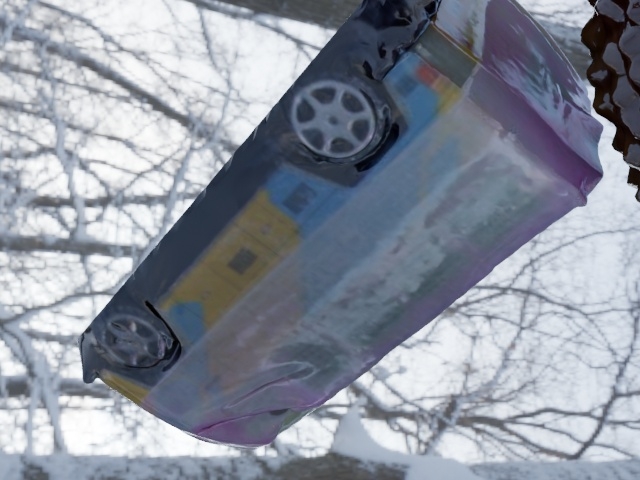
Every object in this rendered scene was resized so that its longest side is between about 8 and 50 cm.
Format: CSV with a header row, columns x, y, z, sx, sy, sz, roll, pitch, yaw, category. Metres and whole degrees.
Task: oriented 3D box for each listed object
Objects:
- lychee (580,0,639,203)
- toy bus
x,y,z,sx,sy,sz,roll,pitch,yaw,category
0.264,-0.108,0.400,0.306,0.330,0.306,32,-38,29,lychee
0.000,0.000,0.627,0.386,0.162,0.171,-44,-170,35,toy bus
